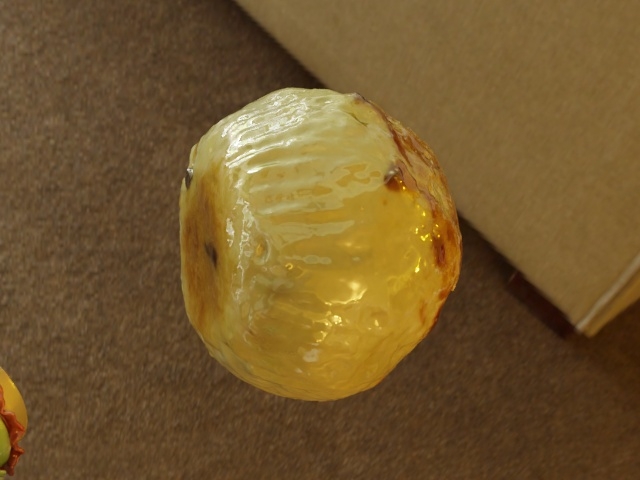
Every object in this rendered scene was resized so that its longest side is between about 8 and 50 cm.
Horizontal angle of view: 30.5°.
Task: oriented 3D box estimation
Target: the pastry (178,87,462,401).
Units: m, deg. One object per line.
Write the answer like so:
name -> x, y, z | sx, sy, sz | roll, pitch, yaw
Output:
pastry -> 0.000, 0.000, 1.438 | 0.313, 0.388, 0.388 | 0, 59, -20

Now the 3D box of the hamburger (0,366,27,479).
hamburger -> -0.350, 0.170, 1.017 | 0.175, 0.175, 0.137 | 29, 42, 4
